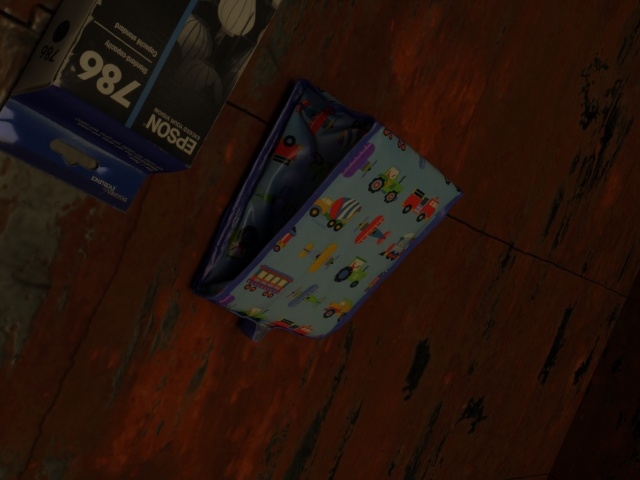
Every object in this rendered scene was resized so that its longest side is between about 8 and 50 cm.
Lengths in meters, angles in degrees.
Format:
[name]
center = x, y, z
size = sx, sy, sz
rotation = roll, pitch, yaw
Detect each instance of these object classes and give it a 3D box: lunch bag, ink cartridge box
[lunch bag]
center = 0.000, 0.000, 0.853
size = 0.221, 0.138, 0.293
rotation = 27, 98, -51
[ink cartridge box]
center = -0.143, -0.190, 0.649
size = 0.165, 0.065, 0.333
rotation = 30, 88, -49
